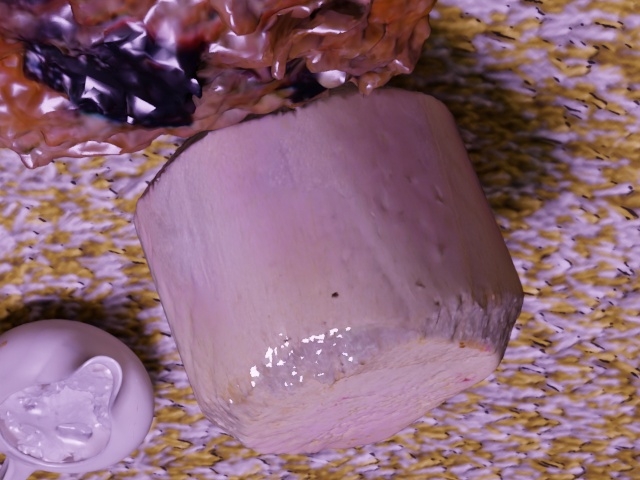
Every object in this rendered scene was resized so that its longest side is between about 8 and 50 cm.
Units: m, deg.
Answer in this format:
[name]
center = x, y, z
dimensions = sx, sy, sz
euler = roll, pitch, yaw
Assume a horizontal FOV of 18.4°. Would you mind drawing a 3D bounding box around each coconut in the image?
[coconut]
center = 0.000, 0.000, 1.304
dimensions = 0.239, 0.244, 0.239
euler = -15, 157, -7

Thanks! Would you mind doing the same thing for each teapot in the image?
[teapot]
center = -0.204, 0.125, 1.544
dimensions = 0.145, 0.092, 0.226
euler = 24, 133, -12

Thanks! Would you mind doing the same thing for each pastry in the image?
[pastry]
center = -0.105, -0.203, 1.079
dimensions = 0.405, 0.292, 0.337
euler = 13, 140, -17
